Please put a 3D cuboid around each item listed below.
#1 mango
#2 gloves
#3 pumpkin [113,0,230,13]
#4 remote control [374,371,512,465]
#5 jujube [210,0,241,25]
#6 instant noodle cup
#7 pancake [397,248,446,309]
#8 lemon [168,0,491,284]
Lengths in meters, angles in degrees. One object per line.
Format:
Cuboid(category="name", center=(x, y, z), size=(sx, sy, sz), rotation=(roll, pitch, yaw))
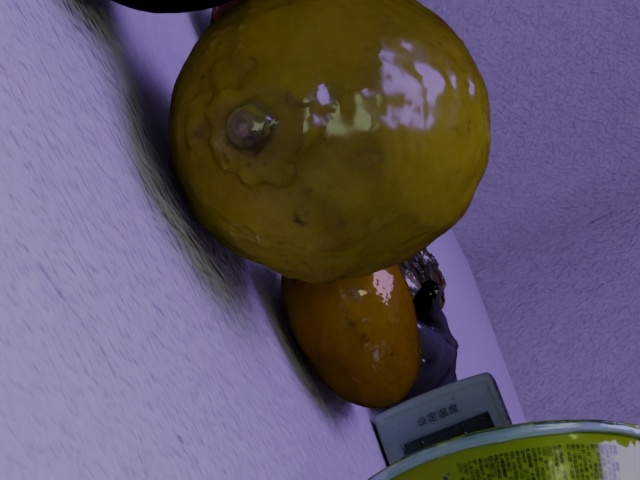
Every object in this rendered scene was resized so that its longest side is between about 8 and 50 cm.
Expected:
Cuboid(category="mango", center=(0.036, 0.080, 1.795), size=(0.176, 0.119, 0.317), rotation=(61, 0, 23))
Cuboid(category="gloves", center=(0.101, 0.124, 2.070), size=(0.119, 0.142, 0.285), rotation=(40, -4, 34))
Cuboid(category="pumpkin", center=(-0.122, -0.330, 1.491), size=(0.315, 0.238, 0.315), rotation=(60, 5, -8))
Cuboid(category="remote control", center=(0.174, 0.312, 1.938), size=(0.050, 0.145, 0.344), rotation=(61, 7, -61))
Cuboid(category="jujube", center=(-0.031, -0.229, 2.084), size=(0.190, 0.190, 0.255), rotation=(68, 15, 10))
Cuboid(category="instant noodle cup", center=(0.179, 0.311, 1.524), size=(0.311, 0.311, 0.221), rotation=(55, 24, -57))
Cuboid(category="pancake", center=(0.064, -0.005, 2.276), size=(0.282, 0.049, 0.282), rotation=(45, 16, -17))
Cuboid(category="lemon", center=(0.010, -0.096, 1.556), size=(0.285, 0.285, 0.316), rotation=(66, -12, -4))
